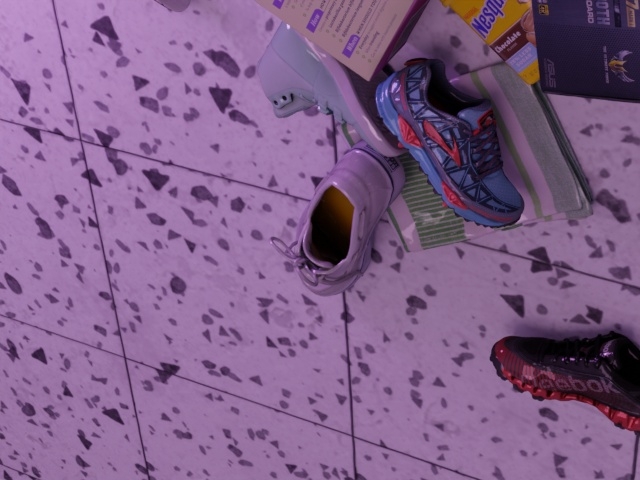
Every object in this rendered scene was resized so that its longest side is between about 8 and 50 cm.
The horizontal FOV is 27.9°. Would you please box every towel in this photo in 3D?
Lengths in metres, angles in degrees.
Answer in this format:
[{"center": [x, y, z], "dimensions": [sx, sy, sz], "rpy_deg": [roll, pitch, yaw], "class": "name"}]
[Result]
[{"center": [0.199, -0.107, 1.809], "dimensions": [0.325, 0.038, 0.248], "rpy_deg": [-13, 114, 41], "class": "towel"}]

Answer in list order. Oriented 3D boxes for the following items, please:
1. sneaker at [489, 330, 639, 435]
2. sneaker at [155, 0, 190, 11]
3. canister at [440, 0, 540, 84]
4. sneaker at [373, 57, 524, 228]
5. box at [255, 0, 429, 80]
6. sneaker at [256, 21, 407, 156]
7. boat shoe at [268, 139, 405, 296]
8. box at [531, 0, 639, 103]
[{"center": [0.383, 0.181, 1.869], "dimensions": [0.276, 0.097, 0.135], "rpy_deg": [19, 133, 19], "class": "sneaker"}, {"center": [-0.255, -0.391, 1.895], "dimensions": [0.158, 0.061, 0.065], "rpy_deg": [41, 163, 1], "class": "sneaker"}, {"center": [0.244, -0.290, 1.606], "dimensions": [0.170, 0.073, 0.126], "rpy_deg": [44, 137, -5], "class": "canister"}, {"center": [0.189, -0.130, 1.705], "dimensions": [0.262, 0.104, 0.125], "rpy_deg": [47, 132, -5], "class": "sneaker"}, {"center": [0.032, -0.370, 1.656], "dimensions": [0.243, 0.117, 0.213], "rpy_deg": [35, 137, 5], "class": "box"}, {"center": [0.015, -0.195, 1.809], "dimensions": [0.256, 0.094, 0.151], "rpy_deg": [54, 132, 10], "class": "sneaker"}, {"center": [0.007, 0.005, 1.914], "dimensions": [0.136, 0.156, 0.367], "rpy_deg": [44, 148, 8], "class": "boat shoe"}, {"center": [0.334, -0.271, 1.465], "dimensions": [0.183, 0.059, 0.232], "rpy_deg": [10, 131, 29], "class": "box"}]
